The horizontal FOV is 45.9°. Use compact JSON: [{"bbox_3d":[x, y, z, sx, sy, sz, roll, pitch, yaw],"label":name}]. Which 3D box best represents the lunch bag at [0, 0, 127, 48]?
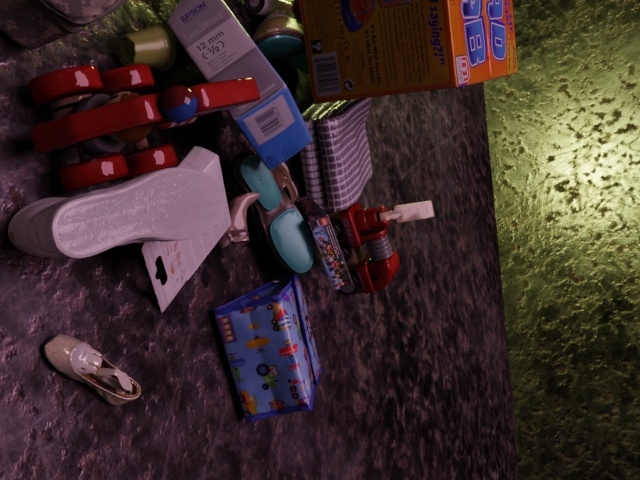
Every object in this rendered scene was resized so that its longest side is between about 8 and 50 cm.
[{"bbox_3d":[-0.375,-0.431,0.989,0.305,0.256,0.213,44,43,-48],"label":"lunch bag"}]

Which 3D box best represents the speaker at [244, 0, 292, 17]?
[{"bbox_3d":[-0.119,-0.543,1.755,0.136,0.055,0.055,-14,92,-63],"label":"speaker"}]

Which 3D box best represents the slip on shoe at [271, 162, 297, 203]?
[{"bbox_3d":[-0.090,-0.128,1.650,0.135,0.051,0.041,63,27,-43],"label":"slip on shoe"}]

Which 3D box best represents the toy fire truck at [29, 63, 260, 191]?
[{"bbox_3d":[-0.259,-0.189,1.118,0.302,0.254,0.169,-29,105,-62],"label":"toy fire truck"}]

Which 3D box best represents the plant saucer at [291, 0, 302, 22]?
[{"bbox_3d":[0.014,-0.639,1.864,0.259,0.047,0.258,25,82,-78],"label":"plant saucer"}]

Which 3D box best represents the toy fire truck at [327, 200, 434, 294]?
[{"bbox_3d":[0.153,0.000,1.849,0.158,0.246,0.217,-43,117,-59],"label":"toy fire truck"}]

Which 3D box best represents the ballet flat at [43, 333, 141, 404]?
[{"bbox_3d":[-0.318,0.181,1.077,0.168,0.052,0.057,50,38,-43],"label":"ballet flat"}]

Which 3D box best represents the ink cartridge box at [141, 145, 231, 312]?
[{"bbox_3d":[-0.235,-0.018,1.264,0.225,0.056,0.181,-55,157,-34],"label":"ink cartridge box"}]

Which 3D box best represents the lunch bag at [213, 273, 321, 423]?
[{"bbox_3d":[-0.074,0.196,1.499,0.293,0.138,0.221,-33,108,-75],"label":"lunch bag"}]

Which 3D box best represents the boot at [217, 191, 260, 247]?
[{"bbox_3d":[-0.156,-0.037,1.436,0.042,0.118,0.087,115,-48,-72],"label":"boot"}]

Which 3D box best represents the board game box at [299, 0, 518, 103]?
[{"bbox_3d":[0.199,-0.518,1.695,0.356,0.356,0.357,-25,111,-52],"label":"board game box"}]

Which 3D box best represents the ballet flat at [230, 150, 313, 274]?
[{"bbox_3d":[-0.100,-0.060,1.542,0.095,0.096,0.280,-33,110,-22],"label":"ballet flat"}]

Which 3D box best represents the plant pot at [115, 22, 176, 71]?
[{"bbox_3d":[-0.304,-0.328,1.294,0.079,0.083,0.083,-26,102,-51],"label":"plant pot"}]

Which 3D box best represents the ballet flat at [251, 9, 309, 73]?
[{"bbox_3d":[-0.074,-0.471,1.752,0.348,0.123,0.123,-3,82,-68],"label":"ballet flat"}]

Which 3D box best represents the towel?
[{"bbox_3d":[0.048,-0.222,1.841,0.284,0.121,0.235,-51,135,-58],"label":"towel"}]

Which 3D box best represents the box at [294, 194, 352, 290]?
[{"bbox_3d":[0.000,0.000,1.645,0.233,0.044,0.159,-129,-161,-73],"label":"box"}]

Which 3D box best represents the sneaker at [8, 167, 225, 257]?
[{"bbox_3d":[-0.290,-0.041,1.079,0.292,0.169,0.108,-14,100,-47],"label":"sneaker"}]

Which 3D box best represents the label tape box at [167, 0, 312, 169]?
[{"bbox_3d":[-0.170,-0.326,1.392,0.348,0.115,0.249,53,0,17],"label":"label tape box"}]
